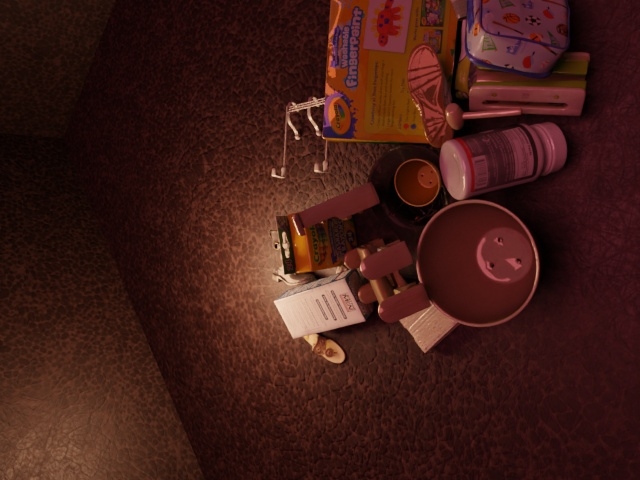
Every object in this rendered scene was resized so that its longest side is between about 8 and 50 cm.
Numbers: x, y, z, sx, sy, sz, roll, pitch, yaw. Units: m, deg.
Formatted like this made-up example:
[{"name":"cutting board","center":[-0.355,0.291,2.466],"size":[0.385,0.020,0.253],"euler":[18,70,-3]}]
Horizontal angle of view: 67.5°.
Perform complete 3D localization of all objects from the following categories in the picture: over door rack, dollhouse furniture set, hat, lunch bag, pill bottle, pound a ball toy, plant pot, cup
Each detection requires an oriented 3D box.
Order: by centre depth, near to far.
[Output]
[{"name":"lunch bag","center":[0.468,-0.540,1.169],"size":[0.115,0.243,0.304],"euler":[99,-178,-59]},{"name":"pound a ball toy","center":[0.505,-0.365,1.247],"size":[0.319,0.136,0.208],"euler":[8,69,22]},{"name":"pill bottle","center":[0.475,-0.214,1.258],"size":[0.161,0.283,0.161],"euler":[166,90,-84]},{"name":"cup","center":[0.468,0.053,1.326],"size":[0.331,0.237,0.331],"euler":[4,96,41]},{"name":"plant pot","center":[0.293,-0.174,1.369],"size":[0.134,0.095,0.134],"euler":[14,116,31]},{"name":"dollhouse furniture set","center":[0.103,0.056,1.468],"size":[0.256,0.362,0.394],"euler":[-23,93,-4]},{"name":"hat","center":[0.317,-0.154,1.510],"size":[0.331,0.134,0.332],"euler":[17,119,33]},{"name":"over door rack","center":[-0.041,-0.382,1.796],"size":[0.239,0.108,0.324],"euler":[-1,73,41]}]

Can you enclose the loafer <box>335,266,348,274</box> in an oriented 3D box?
[{"name":"loafer","center":[0.076,0.156,1.809],"size":[0.039,0.045,0.125],"euler":[17,103,32]}]

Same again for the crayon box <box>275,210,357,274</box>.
[{"name":"crayon box","center":[0.000,0.000,1.671],"size":[0.083,0.322,0.203],"euler":[-10,88,42]}]

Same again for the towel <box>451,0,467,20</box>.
[{"name":"towel","center":[0.441,-0.776,1.312],"size":[0.247,0.038,0.325],"euler":[-16,82,-2]}]

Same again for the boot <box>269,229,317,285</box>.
[{"name":"boot","center":[-0.122,0.059,1.939],"size":[0.262,0.091,0.229],"euler":[5,98,43]}]

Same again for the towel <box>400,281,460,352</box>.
[{"name":"towel","center":[0.371,0.212,1.554],"size":[0.187,0.049,0.282],"euler":[54,126,25]}]

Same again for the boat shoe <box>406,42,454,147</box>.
[{"name":"boat shoe","center":[0.309,-0.398,1.321],"size":[0.098,0.096,0.277],"euler":[-7,106,31]}]

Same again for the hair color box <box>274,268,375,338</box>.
[{"name":"hair color box","center":[0.012,0.238,1.784],"size":[0.347,0.105,0.174],"euler":[-21,100,35]}]

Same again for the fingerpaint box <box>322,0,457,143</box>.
[{"name":"fingerpaint box","center":[0.206,-0.517,1.446],"size":[0.370,0.163,0.445],"euler":[4,98,7]}]

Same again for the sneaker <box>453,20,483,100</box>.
[{"name":"sneaker","center":[0.469,-0.555,1.370],"size":[0.121,0.111,0.300],"euler":[12,108,29]}]

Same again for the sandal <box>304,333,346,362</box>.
[{"name":"sandal","center":[-0.014,0.412,1.886],"size":[0.240,0.079,0.088],"euler":[35,116,33]}]
